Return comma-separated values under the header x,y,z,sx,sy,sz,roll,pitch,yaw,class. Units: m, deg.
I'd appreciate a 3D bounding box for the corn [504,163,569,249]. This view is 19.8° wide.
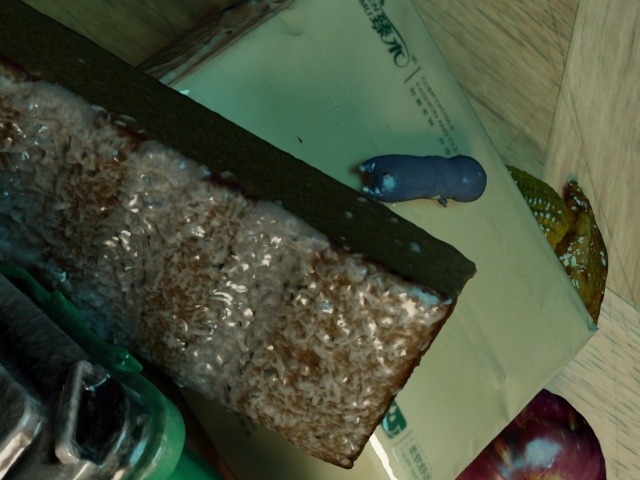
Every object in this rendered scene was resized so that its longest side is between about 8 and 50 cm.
x,y,z,sx,sy,sz,roll,pitch,yaw,class
0.128,-0.046,1.630,0.231,0.080,0.080,23,63,-34,corn

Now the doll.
x,y,z,sx,sy,sz,roll,pitch,yaw,class
0.074,-0.044,1.325,0.125,0.027,0.037,-1,77,-41,doll

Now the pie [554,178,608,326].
x,y,z,sx,sy,sz,roll,pitch,yaw,class
0.246,0.035,1.746,0.088,0.033,0.191,44,52,-30,pie

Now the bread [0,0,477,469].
x,y,z,sx,sy,sz,roll,pitch,yaw,class
-0.116,-0.015,1.193,0.416,0.165,0.113,29,34,6,bread

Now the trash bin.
x,y,z,sx,sy,sz,roll,pitch,yaw,class
-0.147,0.214,1.157,0.259,0.295,0.381,-51,129,-5,trash bin

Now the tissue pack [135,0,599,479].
x,y,z,sx,sy,sz,roll,pitch,yaw,class
0.000,0.000,1.404,0.297,0.207,0.380,-43,107,-40,tissue pack

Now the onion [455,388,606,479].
x,y,z,sx,sy,sz,roll,pitch,yaw,class
0.152,0.202,1.531,0.177,0.153,0.177,-27,126,-45,onion
